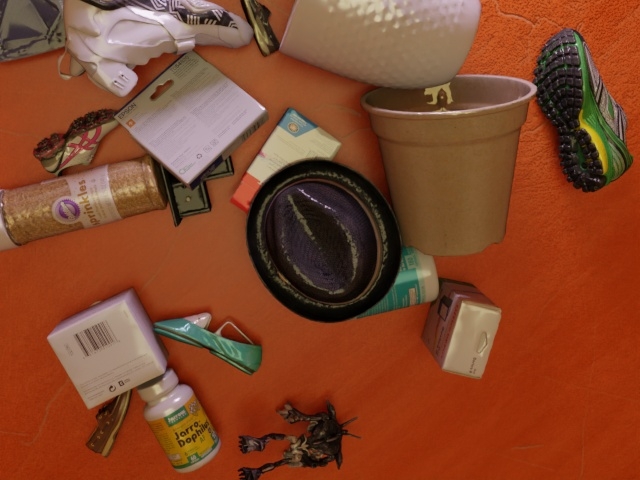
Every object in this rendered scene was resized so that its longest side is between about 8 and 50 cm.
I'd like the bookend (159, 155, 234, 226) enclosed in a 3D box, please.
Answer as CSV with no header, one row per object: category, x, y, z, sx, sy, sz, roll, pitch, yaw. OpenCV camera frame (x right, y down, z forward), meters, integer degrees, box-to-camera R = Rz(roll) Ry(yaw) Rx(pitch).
bookend,-0.242,-0.124,1.489,0.156,0.072,0.157,-12,102,-4

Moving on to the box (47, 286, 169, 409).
box,-0.442,0.224,1.513,0.181,0.119,0.181,-26,103,0

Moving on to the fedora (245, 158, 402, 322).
fedora,0.000,0.000,1.379,0.334,0.152,0.333,0,90,5

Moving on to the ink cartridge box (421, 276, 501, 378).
ink cartridge box,0.296,0.181,1.530,0.093,0.212,0.154,13,100,-8

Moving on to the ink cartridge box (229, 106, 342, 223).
ink cartridge box,-0.075,-0.147,1.498,0.134,0.078,0.231,34,96,-10

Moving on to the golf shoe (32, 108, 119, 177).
golf shoe,-0.484,-0.200,1.462,0.186,0.067,0.086,-31,129,0

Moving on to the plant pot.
plant pot,0.256,-0.147,1.434,0.334,0.333,0.305,-8,113,-4

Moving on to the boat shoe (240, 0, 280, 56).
boat shoe,-0.123,-0.452,1.451,0.049,0.056,0.152,-22,112,-6

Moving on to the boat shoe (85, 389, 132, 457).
boat shoe,-0.462,0.390,1.571,0.060,0.064,0.177,22,100,-11

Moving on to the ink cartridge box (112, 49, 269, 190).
ink cartridge box,-0.258,-0.244,1.432,0.224,0.045,0.223,42,77,15

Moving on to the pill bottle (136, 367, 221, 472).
pill bottle,-0.311,0.387,1.558,0.118,0.117,0.208,-26,102,0

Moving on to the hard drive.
hard drive,-0.550,-0.455,1.403,0.255,0.054,0.171,-18,102,-3

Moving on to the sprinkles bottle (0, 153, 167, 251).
sprinkles bottle,-0.497,-0.078,1.449,0.356,0.121,0.121,-15,102,-3

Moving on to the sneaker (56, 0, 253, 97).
sneaker,-0.322,-0.374,1.385,0.366,0.137,0.210,9,103,-22

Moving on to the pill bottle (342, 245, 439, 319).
pill bottle,0.108,0.086,1.527,0.264,0.146,0.146,-13,102,-4

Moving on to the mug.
mug,0.131,-0.474,1.379,0.328,0.276,0.373,19,66,-9

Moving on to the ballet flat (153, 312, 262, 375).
ballet flat,-0.237,0.207,1.560,0.247,0.083,0.087,26,73,-10

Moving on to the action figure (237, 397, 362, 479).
action figure,-0.052,0.442,1.590,0.276,0.141,0.163,-8,94,-31

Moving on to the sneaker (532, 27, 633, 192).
sneaker,0.563,-0.283,1.528,0.146,0.134,0.343,-22,99,-27
